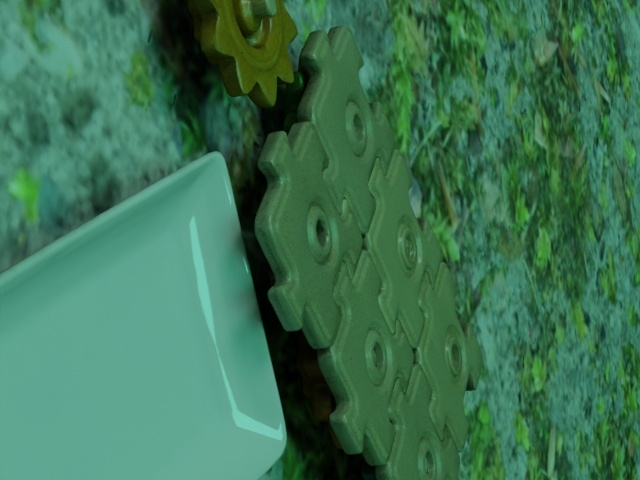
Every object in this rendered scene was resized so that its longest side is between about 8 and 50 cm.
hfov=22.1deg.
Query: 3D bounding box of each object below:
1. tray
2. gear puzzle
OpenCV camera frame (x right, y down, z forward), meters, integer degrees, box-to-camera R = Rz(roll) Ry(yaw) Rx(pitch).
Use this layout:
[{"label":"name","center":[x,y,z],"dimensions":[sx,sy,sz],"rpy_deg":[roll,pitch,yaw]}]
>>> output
[{"label":"tray","center":[-0.095,0.072,0.613],"dimensions":[0.270,0.030,0.145],"rpy_deg":[-38,119,-58]},{"label":"gear puzzle","center":[0.000,0.000,0.793],"dimensions":[0.175,0.044,0.339],"rpy_deg":[-71,145,-46]}]
